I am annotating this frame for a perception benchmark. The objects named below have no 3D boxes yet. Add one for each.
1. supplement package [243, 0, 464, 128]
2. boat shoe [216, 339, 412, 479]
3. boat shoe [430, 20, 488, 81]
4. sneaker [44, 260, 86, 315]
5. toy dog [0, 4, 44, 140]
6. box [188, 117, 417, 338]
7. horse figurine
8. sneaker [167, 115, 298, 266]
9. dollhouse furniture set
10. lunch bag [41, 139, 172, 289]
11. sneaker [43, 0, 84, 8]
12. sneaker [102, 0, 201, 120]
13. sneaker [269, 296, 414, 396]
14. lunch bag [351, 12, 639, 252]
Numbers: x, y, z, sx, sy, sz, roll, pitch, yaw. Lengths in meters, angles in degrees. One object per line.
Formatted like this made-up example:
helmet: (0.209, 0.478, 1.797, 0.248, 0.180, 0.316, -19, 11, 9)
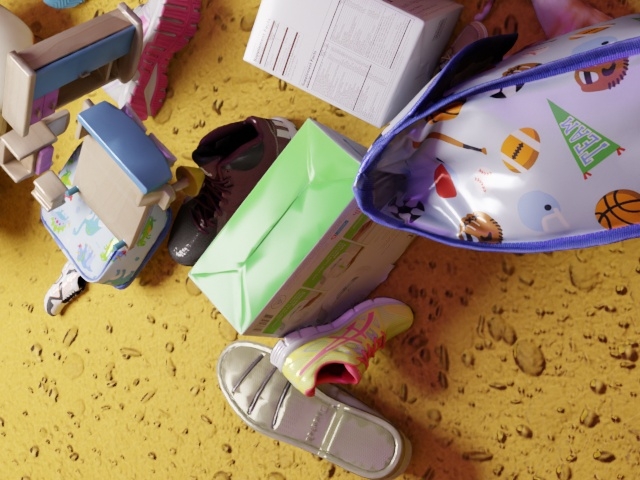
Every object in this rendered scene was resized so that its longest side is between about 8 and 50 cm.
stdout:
supplement package: (0.047, -0.272, 1.196, 0.203, 0.194, 0.149, 28, 117, 11)
boat shoe: (-0.013, 0.242, 1.272, 0.302, 0.103, 0.113, 30, 83, 25)
boat shoe: (0.180, -0.230, 1.231, 0.050, 0.045, 0.135, 44, 129, 32)
sneaker: (-0.416, 0.082, 1.511, 0.044, 0.040, 0.109, 35, 101, 21)
toy dog: (-0.621, -0.209, 1.478, 0.395, 0.285, 0.407, 22, 85, 56)
box: (0.000, 0.000, 1.219, 0.127, 0.231, 0.262, 45, 105, 25)
horse figurine: (0.284, -0.305, 1.207, 0.174, 0.066, 0.263, -31, 77, 27)
sneaker: (-0.162, -0.082, 1.339, 0.106, 0.162, 0.281, 45, 104, 21)
dollhouse furniture set: (-0.281, -0.128, 1.319, 0.303, 0.198, 0.286, 47, 145, 10)
lunch bag: (-0.339, -0.040, 1.438, 0.219, 0.090, 0.176, 44, 105, 36)
sneaker: (-0.401, -0.494, 1.534, 0.092, 0.087, 0.228, 31, 92, 30)
sneaker: (-0.280, -0.322, 1.447, 0.111, 0.103, 0.252, 30, 98, 22)
sneaker: (0.043, 0.149, 1.228, 0.209, 0.081, 0.094, -23, 52, -19)
lunch bag: (0.256, -0.125, 1.043, 0.386, 0.328, 0.238, -11, 101, 26)
